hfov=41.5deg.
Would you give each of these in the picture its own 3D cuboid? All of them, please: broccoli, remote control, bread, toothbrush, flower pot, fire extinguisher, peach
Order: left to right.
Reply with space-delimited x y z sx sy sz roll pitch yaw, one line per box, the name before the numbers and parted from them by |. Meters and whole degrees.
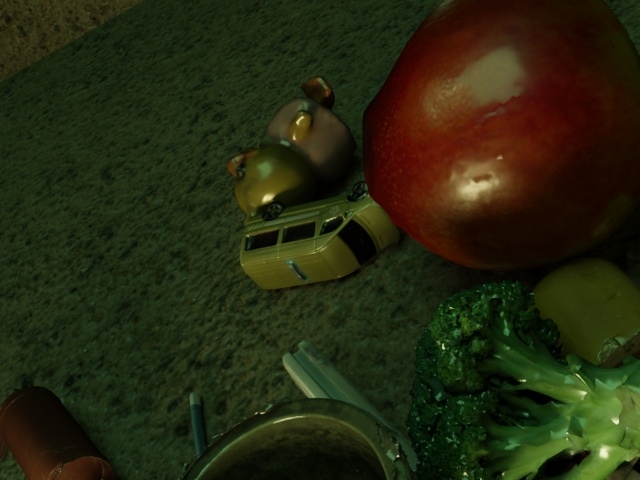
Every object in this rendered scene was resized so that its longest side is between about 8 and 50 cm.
fire extinguisher | -0.438 0.320 1.308 0.337 0.106 0.147 25 90 51
toothbrush | -0.163 0.310 1.165 0.025 0.019 0.276 -36 36 10
flower pot | 0.004 0.330 0.812 0.290 0.259 0.290 -20 40 18
remote control | 0.049 0.229 1.022 0.055 0.103 0.277 -34 36 -11
peach | 0.235 -0.139 1.086 0.388 0.388 0.388 -21 38 17
broccoli | 0.204 0.165 0.828 0.270 0.270 0.270 -17 38 42
bread | 0.319 0.090 0.987 0.134 0.085 0.173 -33 36 1

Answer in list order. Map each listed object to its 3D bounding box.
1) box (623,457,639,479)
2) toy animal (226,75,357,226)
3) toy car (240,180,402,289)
box | 0.338 0.283 0.766 0.259 0.071 0.168 -48 38 -17
toy animal | -0.053 -0.132 1.473 0.169 0.195 0.281 37 65 11
toy car | 0.000 0.000 1.324 0.256 0.101 0.124 -11 46 30
